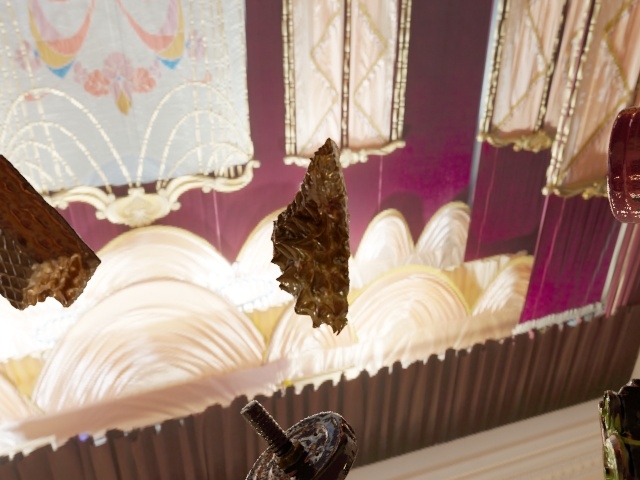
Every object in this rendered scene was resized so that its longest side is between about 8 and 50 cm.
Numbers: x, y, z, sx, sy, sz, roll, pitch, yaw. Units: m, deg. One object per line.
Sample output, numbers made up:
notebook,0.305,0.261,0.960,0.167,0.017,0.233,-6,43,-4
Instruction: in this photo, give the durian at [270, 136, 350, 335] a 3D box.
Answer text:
durian,-0.011,-0.004,0.580,0.078,0.224,0.140,0,-137,3

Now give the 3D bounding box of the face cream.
face cream,0.521,-0.106,0.861,0.195,0.175,0.175,5,-153,41

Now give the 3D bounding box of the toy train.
toy train,0.399,0.312,0.759,0.101,0.160,0.296,0,-145,18

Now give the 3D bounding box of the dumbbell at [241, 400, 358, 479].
dumbbell,0.020,0.306,0.702,0.143,0.325,0.143,-35,-169,8

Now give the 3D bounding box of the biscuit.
biscuit,-0.361,-0.085,0.580,0.378,0.094,0.054,47,-139,3
